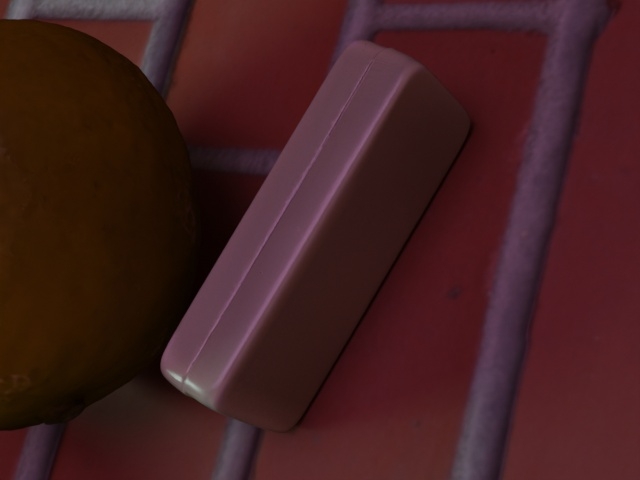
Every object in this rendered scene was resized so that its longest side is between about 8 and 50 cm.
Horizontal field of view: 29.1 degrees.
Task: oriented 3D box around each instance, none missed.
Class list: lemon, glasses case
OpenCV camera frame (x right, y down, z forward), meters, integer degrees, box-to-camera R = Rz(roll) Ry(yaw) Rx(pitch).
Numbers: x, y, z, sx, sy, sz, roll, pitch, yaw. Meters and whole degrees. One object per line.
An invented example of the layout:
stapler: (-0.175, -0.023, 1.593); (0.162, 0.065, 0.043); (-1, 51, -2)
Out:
lemon: (-0.258, -0.014, 1.032); (0.348, 0.348, 0.348); (-11, 67, 26)
glasses case: (0.000, 0.000, 0.993); (0.070, 0.131, 0.313); (30, 89, 34)
